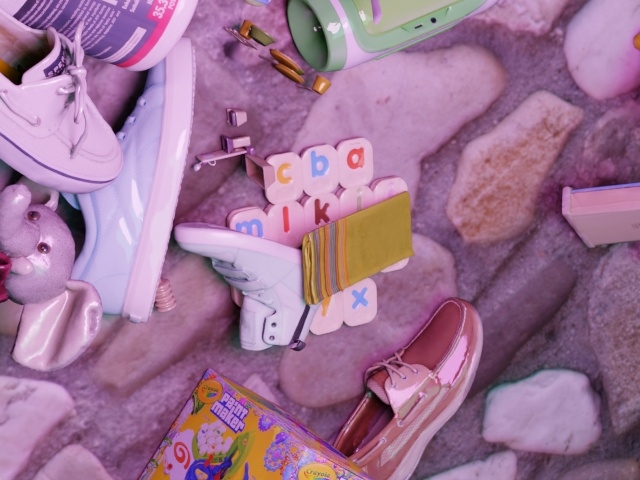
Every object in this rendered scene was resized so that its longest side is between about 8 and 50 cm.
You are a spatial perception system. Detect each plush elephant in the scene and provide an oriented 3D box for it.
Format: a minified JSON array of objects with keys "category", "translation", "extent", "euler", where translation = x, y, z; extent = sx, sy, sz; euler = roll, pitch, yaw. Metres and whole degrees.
[{"category":"plush elephant","translation":[-0.395,0.030,1.665],"extent":[0.255,0.272,0.330],"euler":[-32,155,-7]}]

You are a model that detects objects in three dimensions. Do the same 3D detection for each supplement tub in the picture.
[{"category":"supplement tub","translation":[-0.289,-0.322,1.658],"extent":[0.272,0.191,0.191],"euler":[18,96,-33]}]

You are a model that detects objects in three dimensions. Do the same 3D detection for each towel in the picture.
[{"category":"towel","translation":[0.056,0.008,1.987],"extent":[0.237,0.021,0.102],"euler":[-24,119,-47]}]

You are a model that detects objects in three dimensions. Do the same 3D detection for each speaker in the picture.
[{"category":"speaker","translation":[0.108,-0.327,1.927],"extent":[0.296,0.131,0.131],"euler":[-25,116,-21]}]

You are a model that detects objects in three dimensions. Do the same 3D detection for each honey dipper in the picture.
[{"category":"honey dipper","translation":[-0.225,0.017,1.902],"extent":[0.030,0.030,0.161],"euler":[-24,112,-22]}]

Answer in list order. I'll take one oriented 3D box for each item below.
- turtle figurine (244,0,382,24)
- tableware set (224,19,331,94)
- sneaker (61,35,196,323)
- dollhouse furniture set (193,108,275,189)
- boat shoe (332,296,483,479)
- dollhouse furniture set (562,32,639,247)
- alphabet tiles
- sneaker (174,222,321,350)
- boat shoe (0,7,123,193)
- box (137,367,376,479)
[{"category":"turtle figurine","translation":[0.000,-0.404,1.741],"extent":[0.197,0.274,0.266],"euler":[16,92,-14]},{"category":"tableware set","translation":[-0.048,-0.239,1.876],"extent":[0.154,0.104,0.024],"euler":[36,85,-34]},{"category":"sneaker","translation":[-0.247,-0.086,1.798],"extent":[0.150,0.135,0.366],"euler":[12,86,-8]},{"category":"dollhouse furniture set","translation":[-0.116,-0.111,1.873],"extent":[0.081,0.114,0.091],"euler":[-14,114,-21]},{"category":"boat shoe","translation":[0.125,0.223,2.116],"extent":[0.116,0.123,0.324],"euler":[30,87,-31]},{"category":"dollhouse furniture set","translation":[0.516,-0.142,2.260],"extent":[0.286,0.198,0.303],"euler":[41,50,-54]},{"category":"alphabet tiles","translation":[0.000,0.000,2.029],"extent":[0.284,0.021,0.278],"euler":[-13,112,-26]},{"category":"sneaker","translation":[-0.098,0.068,1.919],"extent":[0.256,0.094,0.151],"euler":[19,89,-36]},{"category":"boat shoe","translation":[-0.314,-0.185,1.599],"extent":[0.156,0.136,0.367],"euler":[-24,137,26]},{"category":"box","translation":[-0.101,0.368,1.926],"extent":[0.177,0.290,0.279],"euler":[33,88,-33]}]
